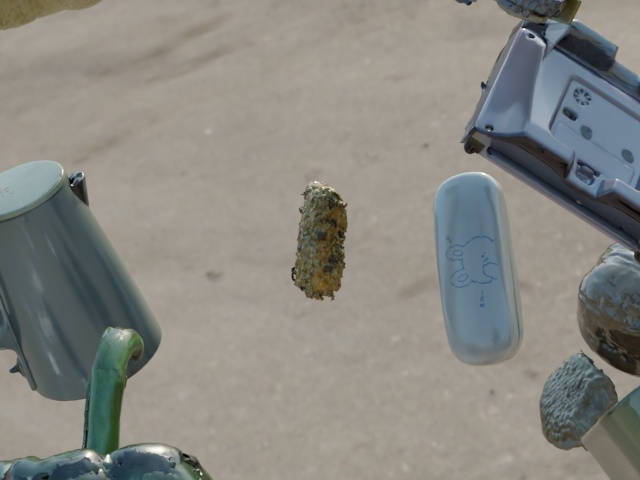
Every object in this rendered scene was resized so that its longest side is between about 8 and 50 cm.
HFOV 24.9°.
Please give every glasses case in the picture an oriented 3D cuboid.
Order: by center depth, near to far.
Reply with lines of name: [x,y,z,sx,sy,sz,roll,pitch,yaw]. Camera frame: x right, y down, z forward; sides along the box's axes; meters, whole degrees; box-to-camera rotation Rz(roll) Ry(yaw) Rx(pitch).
glasses case: [0.187,0.033,1.726,0.092,0.233,0.059,-11,-14,29]

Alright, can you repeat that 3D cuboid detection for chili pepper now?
chili pepper: [-0.156,0.187,0.995,0.165,0.261,0.174,-7,-13,-18]

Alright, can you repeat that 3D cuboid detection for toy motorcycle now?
toy motorcycle: [0.174,-0.282,1.475,0.130,0.094,0.229,5,26,-49]

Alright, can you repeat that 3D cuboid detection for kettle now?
kettle: [-0.321,0.049,1.622,0.211,0.243,0.160,-24,29,-4]

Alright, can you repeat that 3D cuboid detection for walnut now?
walnut: [0.474,0.099,2.056,0.224,0.224,0.224,-17,21,7]

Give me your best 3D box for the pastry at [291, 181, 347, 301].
pastry: [0.000,0.000,1.787,0.056,0.140,0.080,7,8,-27]

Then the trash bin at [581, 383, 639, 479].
trash bin: [0.363,0.242,1.335,0.121,0.247,0.243,-37,-13,-7]

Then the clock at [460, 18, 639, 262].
clock: [0.278,-0.105,1.456,0.083,0.253,0.186,-50,11,54]

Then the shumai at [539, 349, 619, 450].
shumai: [0.378,0.236,2.025,0.145,0.116,0.145,-46,30,36]

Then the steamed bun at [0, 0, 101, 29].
steamed bun: [-0.310,-0.328,1.535,0.212,0.231,0.110,5,-9,-26]
